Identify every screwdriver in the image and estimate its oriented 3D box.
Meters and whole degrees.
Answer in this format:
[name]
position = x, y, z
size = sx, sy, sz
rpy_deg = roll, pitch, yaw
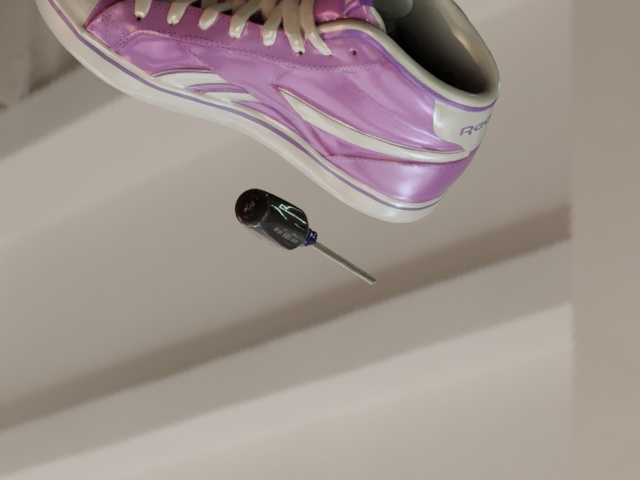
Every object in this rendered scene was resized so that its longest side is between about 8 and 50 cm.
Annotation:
[screwdriver]
position = 0.000, 0.000, 0.948
size = 0.024, 0.170, 0.025
rpy_deg = 21, -90, 25

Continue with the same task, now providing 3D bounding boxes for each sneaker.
[sneaker]
position = -0.026, -0.133, 1.083
size = 0.102, 0.282, 0.161
rpy_deg = -65, -178, -31
